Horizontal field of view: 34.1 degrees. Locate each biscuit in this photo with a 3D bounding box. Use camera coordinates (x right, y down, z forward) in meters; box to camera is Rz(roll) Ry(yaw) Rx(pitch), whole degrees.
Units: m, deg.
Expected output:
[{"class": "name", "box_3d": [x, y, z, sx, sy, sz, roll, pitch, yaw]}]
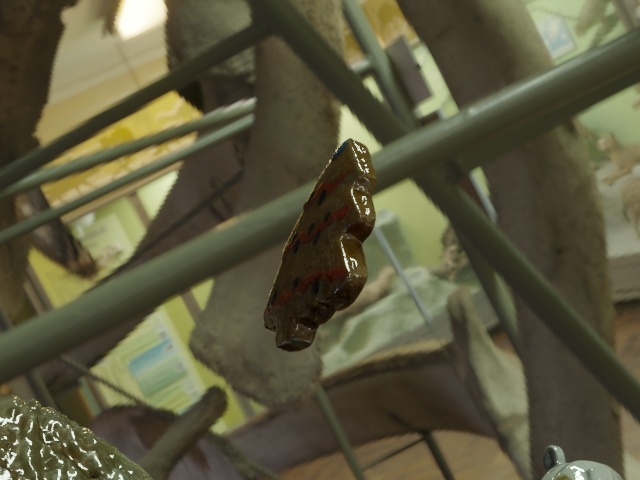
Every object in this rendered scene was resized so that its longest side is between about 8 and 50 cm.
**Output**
[{"class": "biscuit", "box_3d": [0.000, 0.000, 0.585, 0.119, 0.019, 0.130, -28, 41, 60]}]

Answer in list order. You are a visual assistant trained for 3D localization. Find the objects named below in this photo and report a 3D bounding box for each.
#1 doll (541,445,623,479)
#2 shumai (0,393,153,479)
[{"class": "doll", "box_3d": [0.160, 0.174, 0.510, 0.057, 0.114, 0.227, -4, 21, -13]}, {"class": "shumai", "box_3d": [-0.137, 0.176, 0.459, 0.161, 0.153, 0.209, 6, 25, -27]}]
